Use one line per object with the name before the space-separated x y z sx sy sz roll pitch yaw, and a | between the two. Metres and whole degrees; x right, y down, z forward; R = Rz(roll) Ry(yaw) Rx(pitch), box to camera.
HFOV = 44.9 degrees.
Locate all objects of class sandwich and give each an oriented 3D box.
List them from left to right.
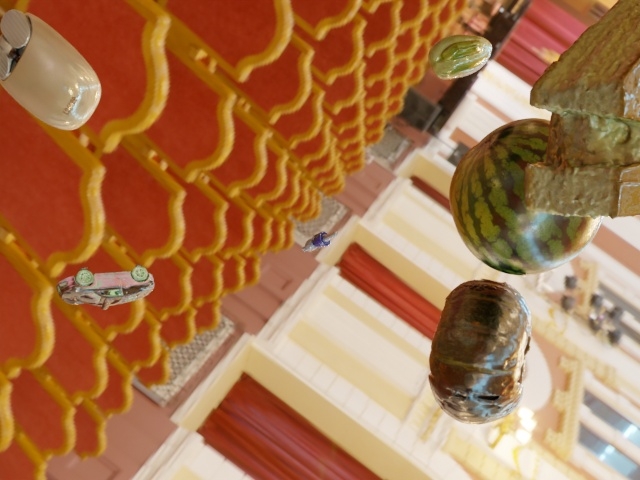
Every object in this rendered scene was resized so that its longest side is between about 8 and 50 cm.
sandwich | 0.293 -0.138 0.773 0.122 0.128 0.235 21 -65 60

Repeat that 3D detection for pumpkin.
pumpkin | 0.341 0.232 1.640 0.320 0.192 0.320 7 90 -69

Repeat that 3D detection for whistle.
whistle | 0.000 0.000 1.410 0.083 0.029 0.033 -23 -163 40

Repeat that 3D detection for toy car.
toy car | -0.317 0.073 1.148 0.142 0.055 0.069 -3 159 -34

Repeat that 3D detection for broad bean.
broad bean | 0.279 -0.371 1.555 0.124 0.082 0.174 -16 -172 28

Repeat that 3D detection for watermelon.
watermelon | 0.379 -0.077 1.440 0.285 0.285 0.285 -53 176 -5

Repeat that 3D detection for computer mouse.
computer mouse | -0.504 -0.305 1.403 0.145 0.236 0.082 -48 174 22
